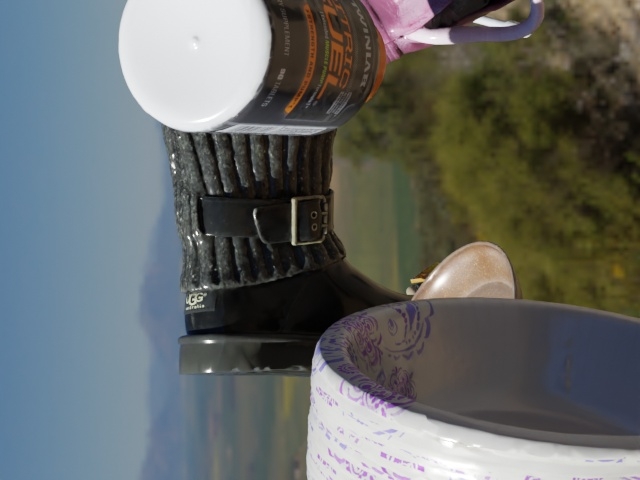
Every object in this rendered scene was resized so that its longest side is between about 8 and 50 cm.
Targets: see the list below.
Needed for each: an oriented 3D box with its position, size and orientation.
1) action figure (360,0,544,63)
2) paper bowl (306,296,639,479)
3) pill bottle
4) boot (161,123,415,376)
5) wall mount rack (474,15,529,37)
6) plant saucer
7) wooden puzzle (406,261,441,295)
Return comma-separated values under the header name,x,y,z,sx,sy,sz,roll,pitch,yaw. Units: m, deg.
name,x,y,z,sx,sy,sz,roll,pitch,yaw
action figure,0.066,-0.234,1.631,0.248,0.370,0.276,47,-162,-45
paper bowl,0.133,0.141,0.900,0.284,0.284,0.148,-116,28,-75
pill bottle,-0.037,-0.146,1.119,0.245,0.130,0.130,-7,-82,-63
boot,0.002,-0.001,1.403,0.131,0.348,0.260,-11,79,45
wall mount rack,0.094,-0.313,1.887,0.350,0.304,0.130,44,-152,-60
plant saucer,0.116,0.097,1.229,0.198,0.036,0.198,-50,26,36
wooden puzzle,0.149,0.060,1.789,0.116,0.078,0.014,37,148,54
